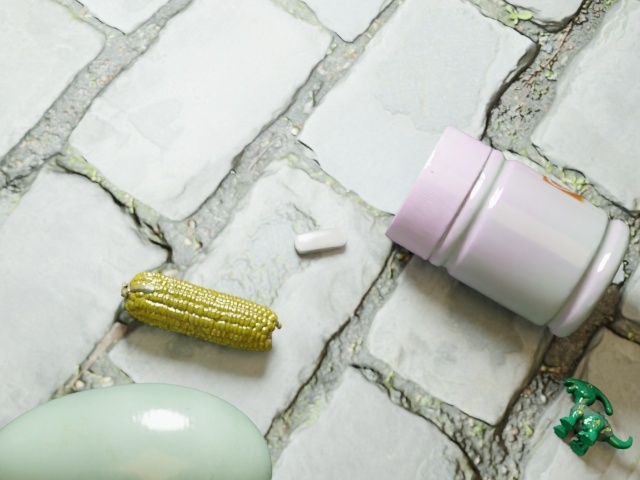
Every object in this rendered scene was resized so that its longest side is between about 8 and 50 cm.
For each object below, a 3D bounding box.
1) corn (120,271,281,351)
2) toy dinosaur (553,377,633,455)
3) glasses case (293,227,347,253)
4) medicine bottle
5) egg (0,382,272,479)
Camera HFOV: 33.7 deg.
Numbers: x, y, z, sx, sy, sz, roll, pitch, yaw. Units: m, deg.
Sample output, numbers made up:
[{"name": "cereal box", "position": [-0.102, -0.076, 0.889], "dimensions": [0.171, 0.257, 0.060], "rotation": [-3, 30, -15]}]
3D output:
[{"name": "corn", "position": [-0.173, 0.104, 1.522], "dimensions": [0.238, 0.080, 0.080], "rotation": [19, 66, -6]}, {"name": "toy dinosaur", "position": [0.408, 0.268, 1.582], "dimensions": [0.132, 0.059, 0.096], "rotation": [39, 61, 15]}, {"name": "glasses case", "position": [0.000, 0.000, 1.628], "dimensions": [0.083, 0.021, 0.032], "rotation": [-10, 73, -14]}, {"name": "medicine bottle", "position": [0.279, -0.014, 1.589], "dimensions": [0.316, 0.202, 0.202], "rotation": [31, 66, 2]}, {"name": "egg", "position": [-0.247, 0.296, 1.347], "dimensions": [0.371, 0.230, 0.230], "rotation": [0, 68, -4]}]
